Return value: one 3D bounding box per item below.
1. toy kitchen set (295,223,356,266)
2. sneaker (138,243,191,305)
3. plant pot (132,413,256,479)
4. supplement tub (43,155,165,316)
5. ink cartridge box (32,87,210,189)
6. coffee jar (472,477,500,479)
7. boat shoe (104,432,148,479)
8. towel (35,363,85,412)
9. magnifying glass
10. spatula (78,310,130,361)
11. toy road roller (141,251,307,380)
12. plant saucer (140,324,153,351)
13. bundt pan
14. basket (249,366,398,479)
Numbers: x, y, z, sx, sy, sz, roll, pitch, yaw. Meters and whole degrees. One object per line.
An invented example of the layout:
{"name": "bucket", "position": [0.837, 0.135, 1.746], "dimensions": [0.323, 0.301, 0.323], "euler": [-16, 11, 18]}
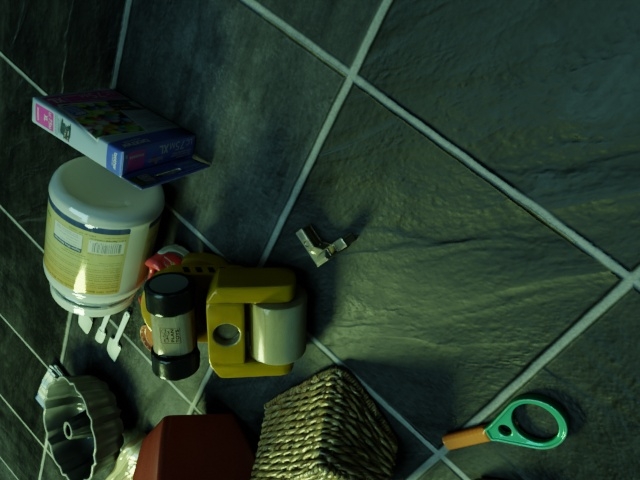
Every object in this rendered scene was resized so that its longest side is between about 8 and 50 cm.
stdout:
{"name": "toy kitchen set", "position": [0.000, 0.000, 0.970], "dimensions": [0.083, 0.068, 0.075], "euler": [-36, 87, 40]}
{"name": "sneaker", "position": [-0.364, 0.139, 1.264], "dimensions": [0.107, 0.118, 0.278], "euler": [22, 121, 28]}
{"name": "plant pot", "position": [-0.305, 0.559, 1.306], "dimensions": [0.267, 0.267, 0.235], "euler": [-49, 44, 39]}
{"name": "supplement tub", "position": [-0.485, -0.004, 1.217], "dimensions": [0.228, 0.228, 0.316], "euler": [38, 127, 17]}
{"name": "ink cartridge box", "position": [-0.388, -0.211, 1.081], "dimensions": [0.311, 0.186, 0.065], "euler": [32, 124, 20]}
{"name": "coffee jar", "position": [0.317, 0.519, 0.964], "dimensions": [0.096, 0.079, 0.184], "euler": [-11, 104, 39]}
{"name": "boat shoe", "position": [-0.577, 0.730, 1.682], "dimensions": [0.110, 0.122, 0.341], "euler": [41, 127, 16]}
{"name": "towel", "position": [-0.892, 0.559, 1.894], "dimensions": [0.209, 0.034, 0.285], "euler": [49, 132, 5]}
{"name": "magnifying glass", "position": [0.303, 0.318, 0.920], "dimensions": [0.231, 0.026, 0.092], "euler": [-33, 89, 41]}
{"name": "spatula", "position": [-0.611, 0.226, 1.546], "dimensions": [0.168, 0.019, 0.242], "euler": [45, 131, 12]}
{"name": "toy road roller", "position": [-0.195, 0.130, 1.120], "dimensions": [0.330, 0.240, 0.202], "euler": [1, 115, -4]}
{"name": "plant saucer", "position": [-0.442, 0.258, 1.443], "dimensions": [0.084, 0.013, 0.083], "euler": [15, 118, 30]}
{"name": "bundt pan", "position": [-0.709, 0.558, 1.668], "dimensions": [0.331, 0.124, 0.330], "euler": [4, 97, 40]}
{"name": "basket", "position": [0.018, 0.432, 1.135], "dimensions": [0.214, 0.222, 0.299], "euler": [31, 133, -20]}
